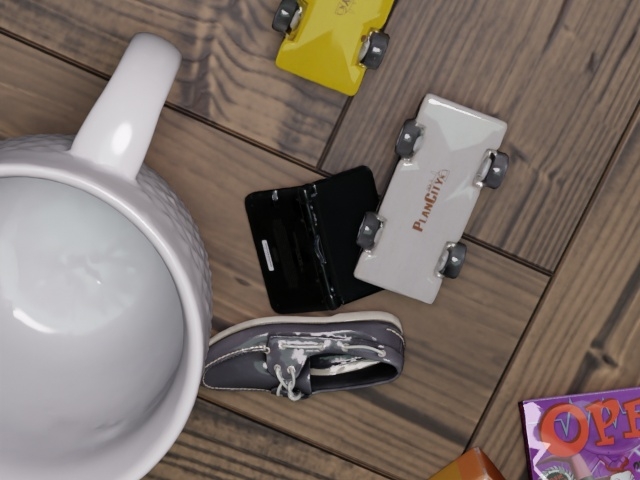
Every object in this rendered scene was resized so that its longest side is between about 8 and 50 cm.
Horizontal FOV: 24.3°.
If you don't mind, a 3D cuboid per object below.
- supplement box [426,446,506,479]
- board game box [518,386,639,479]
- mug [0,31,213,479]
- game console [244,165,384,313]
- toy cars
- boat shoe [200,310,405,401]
[{"bbox_3d":[0.086,0.306,1.447,0.233,0.078,0.080,-36,104,7],"label":"supplement box"},{"bbox_3d":[0.375,0.235,1.419,0.347,0.056,0.208,-7,79,1],"label":"board game box"},{"bbox_3d":[-0.206,0.001,1.248,0.276,0.328,0.374,23,101,-6],"label":"mug"},{"bbox_3d":[0.000,0.000,1.412,0.107,0.071,0.122,-7,104,32],"label":"game console"},{"bbox_3d":[0.065,-0.138,1.348,0.177,0.087,0.393,-18,105,8],"label":"toy cars"},{"bbox_3d":[-0.021,0.115,1.398,0.206,0.065,0.075,-9,133,-1],"label":"boat shoe"}]
